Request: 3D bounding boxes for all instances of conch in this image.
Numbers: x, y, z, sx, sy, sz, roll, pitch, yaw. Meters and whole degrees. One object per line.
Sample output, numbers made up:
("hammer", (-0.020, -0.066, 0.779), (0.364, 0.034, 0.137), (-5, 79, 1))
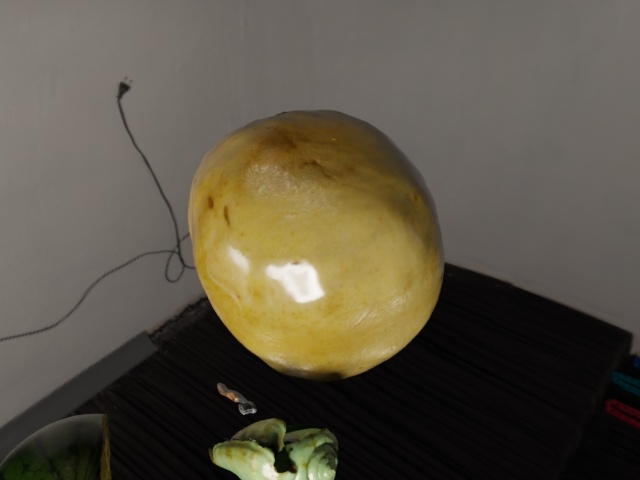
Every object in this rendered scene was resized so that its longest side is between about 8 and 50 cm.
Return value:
("conch", (-0.058, 0.216, 0.555), (0.106, 0.170, 0.079), (45, 50, -34))

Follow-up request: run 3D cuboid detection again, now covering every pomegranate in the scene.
("pomegranate", (0.000, 0.000, 0.681), (0.332, 0.332, 0.333), (-33, 135, -41))

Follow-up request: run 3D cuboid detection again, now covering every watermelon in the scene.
("watermelon", (-0.281, 0.284, 0.568), (0.127, 0.232, 0.204), (9, 75, -20))

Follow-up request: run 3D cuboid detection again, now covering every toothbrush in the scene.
("toothbrush", (-0.191, 0.345, 1.218), (0.031, 0.321, 0.023), (-2, 85, -20))
